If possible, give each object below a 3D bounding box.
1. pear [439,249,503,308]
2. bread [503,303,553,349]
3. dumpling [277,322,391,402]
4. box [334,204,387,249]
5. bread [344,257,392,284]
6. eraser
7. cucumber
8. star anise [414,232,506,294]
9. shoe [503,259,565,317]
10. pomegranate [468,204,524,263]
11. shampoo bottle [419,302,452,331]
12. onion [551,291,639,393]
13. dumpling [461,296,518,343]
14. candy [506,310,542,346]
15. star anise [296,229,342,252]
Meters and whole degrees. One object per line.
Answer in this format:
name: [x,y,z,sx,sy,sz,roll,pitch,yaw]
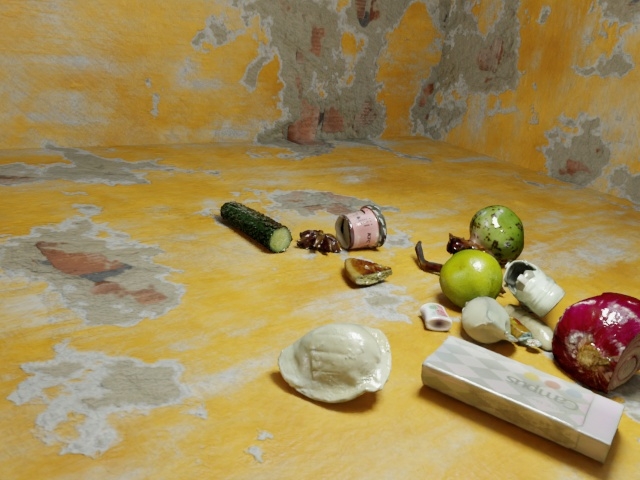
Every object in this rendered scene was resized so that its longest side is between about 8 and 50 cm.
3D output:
pear: [0.437,0.133,1.819,0.180,0.216,0.166,-12,-25,15]
bread: [0.578,0.230,1.743,0.073,0.053,0.214,4,20,-23]
dumpling: [0.038,0.266,1.346,0.251,0.132,0.179,-5,47,-10]
box: [0.132,-0.039,2.156,0.135,0.151,0.151,-11,27,-25]
bread: [0.127,0.103,1.900,0.154,0.054,0.136,10,18,20]
eraser: [0.432,0.331,1.369,0.396,0.082,0.213,20,24,27]
cucumber: [-0.231,-0.057,2.142,0.096,0.096,0.359,-7,23,-37]
star anise: [0.449,0.061,2.031,0.346,0.148,0.237,20,1,35]
shoe: [0.588,0.120,1.809,0.159,0.124,0.316,40,6,3]
pomegranate: [0.586,0.001,2.199,0.247,0.214,0.214,-35,29,-3]
shampoo bottle: [0.311,0.205,1.714,0.072,0.043,0.099,6,21,-6]
onion: [0.690,0.231,1.563,0.216,0.206,0.206,-11,28,-44]
dumpling: [0.450,0.220,1.664,0.155,0.111,0.181,40,30,-8]
candy: [0.524,0.240,1.706,0.053,0.047,0.182,3,26,-24]
star anise: [-0.001,0.000,2.117,0.167,0.058,0.168,6,21,-2]
